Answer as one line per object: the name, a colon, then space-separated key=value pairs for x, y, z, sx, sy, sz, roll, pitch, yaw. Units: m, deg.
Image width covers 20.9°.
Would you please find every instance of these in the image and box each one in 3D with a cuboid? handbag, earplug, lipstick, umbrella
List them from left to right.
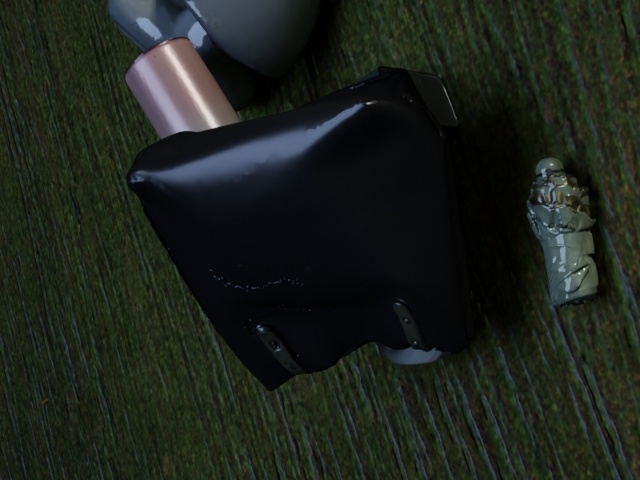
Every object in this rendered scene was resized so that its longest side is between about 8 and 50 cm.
earplug: x=-0.124 y=-0.259 z=2.045 sx=0.325 sy=0.214 sz=0.175 roll=-19 pitch=37 yaw=56
lipstick: x=-0.097 y=-0.067 z=1.895 sx=0.327 sy=0.087 sz=0.087 roll=58 pitch=140 yaw=12
handbag: x=0.000 y=0.000 z=1.728 sx=0.342 sy=0.152 sz=0.288 roll=-12 pitch=105 yaw=33
umbrella: x=0.229 y=-0.009 z=1.629 sx=0.067 sy=0.062 sz=0.143 roll=95 pitch=164 yaw=-78

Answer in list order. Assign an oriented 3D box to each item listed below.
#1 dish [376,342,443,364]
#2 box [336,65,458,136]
dish: x=0.089 y=0.024 z=1.833 sx=0.234 sy=0.064 sz=0.154 roll=58 pitch=137 yaw=39
box: x=0.080 y=-0.131 z=1.792 sx=0.069 sy=0.122 sz=0.084 roll=-40 pitch=61 yaw=37
